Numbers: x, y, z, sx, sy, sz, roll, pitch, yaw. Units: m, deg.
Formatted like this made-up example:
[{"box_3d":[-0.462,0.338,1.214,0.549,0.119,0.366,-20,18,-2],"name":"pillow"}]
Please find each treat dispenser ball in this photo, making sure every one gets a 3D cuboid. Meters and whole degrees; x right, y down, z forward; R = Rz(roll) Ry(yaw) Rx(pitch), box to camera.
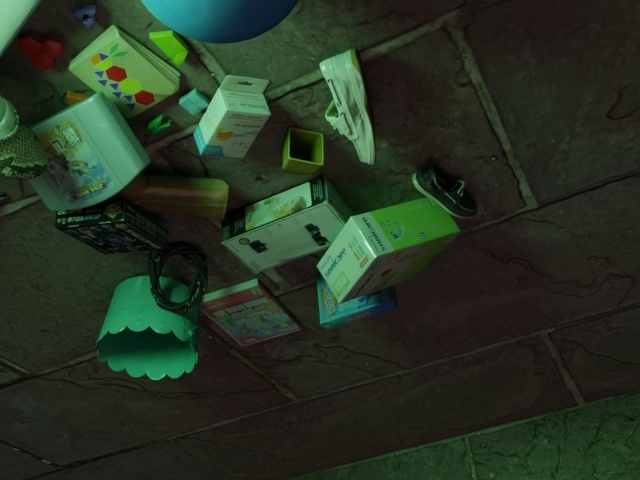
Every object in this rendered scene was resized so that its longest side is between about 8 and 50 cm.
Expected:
[{"box_3d":[-0.151,-0.443,1.172,0.288,0.288,0.288,-3,144,-3],"name":"treat dispenser ball"}]

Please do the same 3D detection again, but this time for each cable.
[{"box_3d":[-0.363,0.098,2.010,0.150,0.185,0.047,-8,-172,-15],"name":"cable"}]

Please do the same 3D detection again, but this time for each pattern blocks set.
[{"box_3d":[-0.382,-0.326,1.521,0.285,0.026,0.325,-18,142,17],"name":"pattern blocks set"}]

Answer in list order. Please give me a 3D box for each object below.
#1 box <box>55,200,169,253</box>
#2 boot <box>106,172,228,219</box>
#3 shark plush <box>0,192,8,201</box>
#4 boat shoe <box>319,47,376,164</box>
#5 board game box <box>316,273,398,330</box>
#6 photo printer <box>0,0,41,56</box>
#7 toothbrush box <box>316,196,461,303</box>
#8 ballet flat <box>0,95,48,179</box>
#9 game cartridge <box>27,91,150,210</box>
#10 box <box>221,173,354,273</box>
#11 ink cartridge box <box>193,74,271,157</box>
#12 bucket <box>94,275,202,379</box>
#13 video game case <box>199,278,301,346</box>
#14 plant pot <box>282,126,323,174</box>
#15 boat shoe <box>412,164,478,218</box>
[{"box_3d":[-0.481,-0.026,1.824,0.175,0.051,0.220,-5,161,15],"name":"box"},{"box_3d":[-0.337,-0.131,1.747,0.269,0.089,0.236,5,155,-12],"name":"boot"},{"box_3d":[-0.788,-0.068,1.824,0.161,0.073,0.067,-46,151,15],"name":"shark plush"},{"box_3d":[0.057,-0.266,1.606,0.096,0.098,0.277,-10,134,7],"name":"boat shoe"},{"box_3d":[0.094,0.134,2.091,0.210,0.160,0.047,-20,142,20],"name":"board game box"},{"box_3d":[-0.623,-0.415,1.304,0.256,0.107,0.307,25,135,-35],"name":"photo printer"},{"box_3d":[0.164,0.019,1.885,0.283,0.122,0.206,-14,153,-36],"name":"toothbrush box"},{"box_3d":[-0.689,-0.248,1.344,0.482,0.164,0.182,21,134,-26],"name":"ballet flat"},{"box_3d":[-0.496,-0.167,1.599,0.297,0.062,0.198,-17,110,31],"name":"game cartridge"},{"box_3d":[-0.077,-0.035,1.901,0.290,0.087,0.169,-20,141,20],"name":"box"},{"box_3d":[-0.175,-0.250,1.602,0.104,0.062,0.181,-1,146,-34],"name":"ink cartridge box"},{"box_3d":[-0.455,0.236,2.120,0.281,0.183,0.281,2,142,2],"name":"bucket"},{"box_3d":[-0.207,0.215,2.275,0.204,0.025,0.285,-18,142,17],"name":"video game case"},{"box_3d":[-0.045,-0.185,1.713,0.081,0.082,0.083,9,152,-19],"name":"plant pot"},{"box_3d":[0.311,-0.116,1.853,0.206,0.075,0.065,27,136,-29],"name":"boat shoe"}]
